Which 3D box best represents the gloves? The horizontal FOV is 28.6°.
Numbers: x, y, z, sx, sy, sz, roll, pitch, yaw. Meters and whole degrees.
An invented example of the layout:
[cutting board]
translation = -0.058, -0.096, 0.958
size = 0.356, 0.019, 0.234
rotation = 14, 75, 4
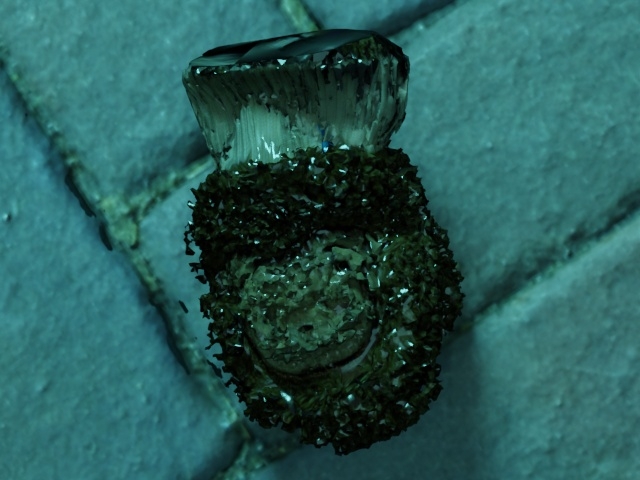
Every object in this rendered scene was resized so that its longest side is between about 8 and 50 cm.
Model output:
[gloves]
translation = 0.003, 0.000, 0.923
size = 0.210, 0.135, 0.312
rotation = -2, 91, 4
